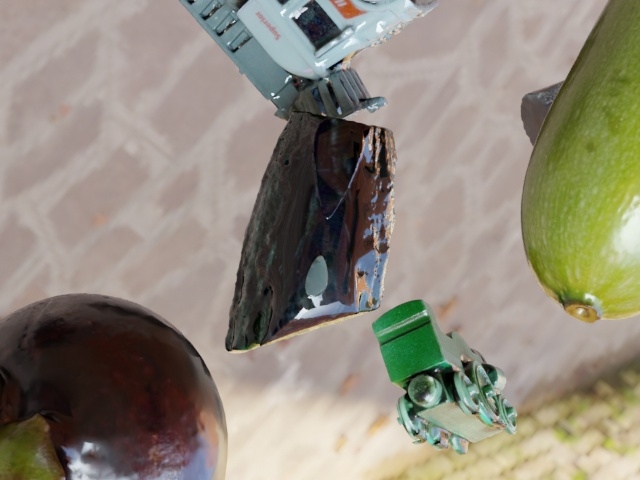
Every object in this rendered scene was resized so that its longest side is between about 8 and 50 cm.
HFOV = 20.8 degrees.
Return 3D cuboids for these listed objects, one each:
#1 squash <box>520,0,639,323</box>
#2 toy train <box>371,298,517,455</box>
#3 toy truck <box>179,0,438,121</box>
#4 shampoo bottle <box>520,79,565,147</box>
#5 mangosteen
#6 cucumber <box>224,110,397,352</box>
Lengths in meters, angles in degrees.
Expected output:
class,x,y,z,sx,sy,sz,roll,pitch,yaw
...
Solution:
class,x,y,z,sx,sy,sz,roll,pitch,yaw
squash,0.168,-0.041,0.865,0.186,0.123,0.123,-62,158,-9
toy train,0.105,0.118,1.442,0.071,0.104,0.178,-26,157,15
toy truck,-0.045,-0.247,1.426,0.184,0.338,0.133,-39,180,18
shampoo bottle,0.257,-0.121,1.351,0.208,0.063,0.057,-19,163,-18
mangosteen,-0.156,0.129,1.063,0.210,0.210,0.210,-41,155,-24
cucumber,0.000,0.000,1.323,0.086,0.115,0.193,133,-31,-84
